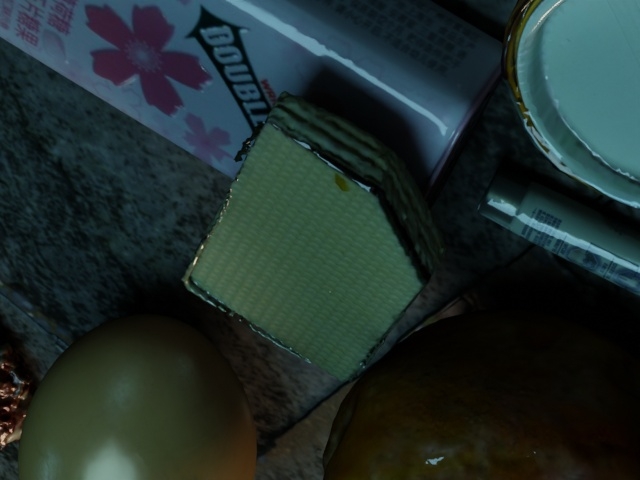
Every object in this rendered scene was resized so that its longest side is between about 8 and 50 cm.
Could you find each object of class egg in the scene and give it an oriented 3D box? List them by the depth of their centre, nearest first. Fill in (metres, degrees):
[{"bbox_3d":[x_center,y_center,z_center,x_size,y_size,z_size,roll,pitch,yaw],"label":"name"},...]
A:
[{"bbox_3d":[-0.153,0.169,1.680,0.201,0.201,0.244,23,128,15],"label":"egg"}]

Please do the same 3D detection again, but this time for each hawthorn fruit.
[{"bbox_3d":[0.156,0.172,1.418,0.298,0.277,0.277,-15,120,34],"label":"hawthorn fruit"}]

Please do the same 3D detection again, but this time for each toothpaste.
[{"bbox_3d":[0.222,0.017,1.378,0.239,0.039,0.062,27,145,8],"label":"toothpaste"}]

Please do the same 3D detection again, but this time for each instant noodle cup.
[{"bbox_3d":[0.209,-0.129,1.129,0.215,0.172,0.216,20,138,19],"label":"instant noodle cup"}]

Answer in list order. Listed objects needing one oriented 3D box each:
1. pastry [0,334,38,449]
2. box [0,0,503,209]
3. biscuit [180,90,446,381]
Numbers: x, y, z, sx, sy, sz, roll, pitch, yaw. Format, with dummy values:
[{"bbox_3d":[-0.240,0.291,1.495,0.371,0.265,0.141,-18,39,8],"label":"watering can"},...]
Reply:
[{"bbox_3d":[-0.341,0.118,1.846,0.115,0.097,0.208,5,135,46],"label":"pastry"},{"bbox_3d":[-0.068,-0.144,1.364,0.369,0.112,0.190,30,140,5],"label":"box"},{"bbox_3d":[0.000,0.000,1.339,0.150,0.052,0.252,30,150,0],"label":"biscuit"}]
